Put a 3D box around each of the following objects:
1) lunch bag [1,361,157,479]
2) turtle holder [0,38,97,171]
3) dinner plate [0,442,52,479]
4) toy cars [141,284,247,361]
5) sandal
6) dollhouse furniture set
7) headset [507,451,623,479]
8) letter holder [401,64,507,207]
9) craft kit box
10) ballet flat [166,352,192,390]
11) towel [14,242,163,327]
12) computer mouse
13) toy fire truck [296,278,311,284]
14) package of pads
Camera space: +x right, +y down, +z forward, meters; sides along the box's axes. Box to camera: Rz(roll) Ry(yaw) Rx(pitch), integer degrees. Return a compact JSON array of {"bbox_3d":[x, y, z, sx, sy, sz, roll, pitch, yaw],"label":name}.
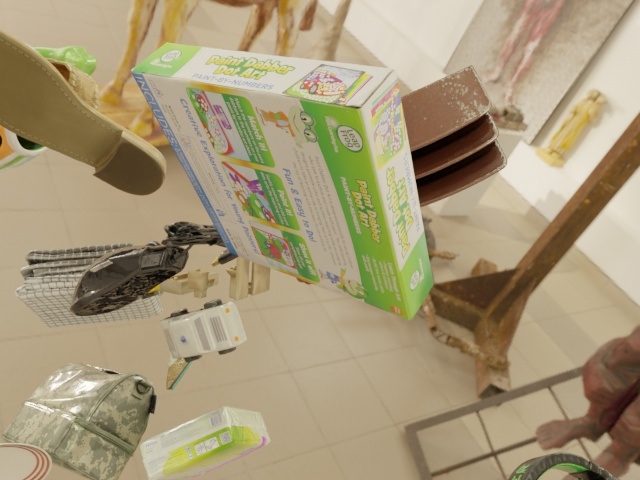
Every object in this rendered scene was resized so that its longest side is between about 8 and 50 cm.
[{"bbox_3d":[-0.579,0.435,1.406,0.212,0.305,0.256,52,50,-40],"label":"lunch bag"},{"bbox_3d":[-0.557,-0.242,1.003,0.227,0.243,0.320,17,16,15],"label":"turtle holder"},{"bbox_3d":[-0.452,0.320,0.788,0.141,0.141,0.017,2,39,-32],"label":"dinner plate"},{"bbox_3d":[-0.319,0.129,1.085,0.394,0.176,0.087,28,25,23],"label":"toy cars"},{"bbox_3d":[-0.267,-0.143,0.599,0.240,0.088,0.079,39,24,-32],"label":"sandal"},{"bbox_3d":[-0.194,0.035,1.064,0.151,0.123,0.144,8,9,25],"label":"dollhouse furniture set"},{"bbox_3d":[0.441,0.514,0.897,0.394,0.185,0.243,35,54,-2],"label":"headset"},{"bbox_3d":[0.247,-0.213,1.284,0.152,0.302,0.214,43,26,-66],"label":"letter holder"},{"bbox_3d":[-0.028,-0.053,0.530,0.247,0.250,0.061,21,58,33],"label":"craft kit box"},{"bbox_3d":[-0.311,0.251,1.330,0.067,0.073,0.206,39,64,-5],"label":"ballet flat"},{"bbox_3d":[-0.532,0.108,1.334,0.284,0.235,0.121,-6,63,-7],"label":"towel"},{"bbox_3d":[-0.216,0.026,0.782,0.184,0.262,0.060,-1,65,-57],"label":"computer mouse"},{"bbox_3d":[0.000,0.000,1.184,0.217,0.246,0.158,-24,93,-39],"label":"toy fire truck"},{"bbox_3d":[-0.275,0.496,1.382,0.229,0.296,0.101,-24,67,2],"label":"package of pads"}]
